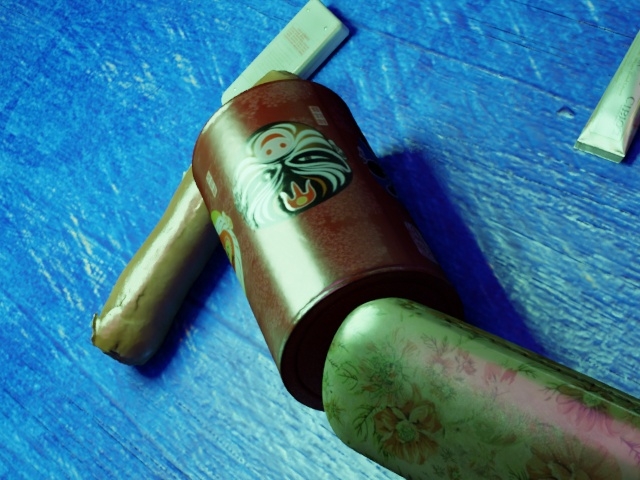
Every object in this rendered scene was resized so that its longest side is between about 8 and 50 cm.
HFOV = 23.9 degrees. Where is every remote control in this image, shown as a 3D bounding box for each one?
[{"bbox_3d":[-0.048,-0.223,1.949,0.190,0.029,0.087,-47,43,6],"label":"remote control"}]

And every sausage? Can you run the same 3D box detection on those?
[{"bbox_3d":[-0.144,-0.033,1.863,0.419,0.094,0.094,-56,11,-4],"label":"sausage"}]

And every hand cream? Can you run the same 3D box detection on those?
[{"bbox_3d":[0.337,-0.181,1.586,0.067,0.043,0.209,26,87,46],"label":"hand cream"}]

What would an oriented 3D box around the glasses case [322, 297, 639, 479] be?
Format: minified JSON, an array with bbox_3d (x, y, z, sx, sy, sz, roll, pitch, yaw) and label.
[{"bbox_3d":[0.182,0.182,1.372,0.425,0.098,0.156,23,104,32],"label":"glasses case"}]

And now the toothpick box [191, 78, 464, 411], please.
[{"bbox_3d":[0.000,0.000,1.637,0.204,0.204,0.333,-40,45,14],"label":"toothpick box"}]
